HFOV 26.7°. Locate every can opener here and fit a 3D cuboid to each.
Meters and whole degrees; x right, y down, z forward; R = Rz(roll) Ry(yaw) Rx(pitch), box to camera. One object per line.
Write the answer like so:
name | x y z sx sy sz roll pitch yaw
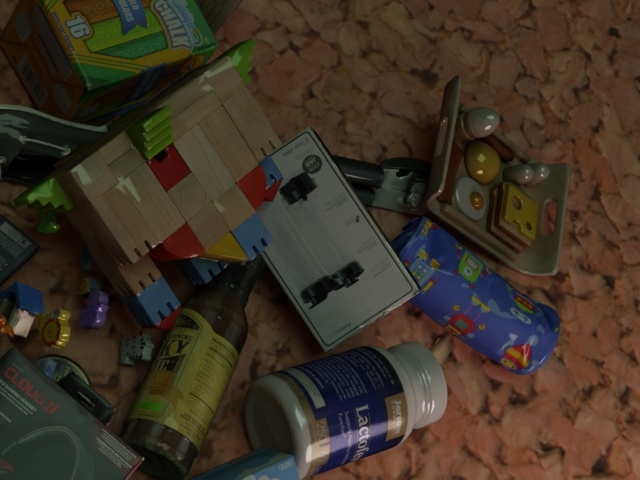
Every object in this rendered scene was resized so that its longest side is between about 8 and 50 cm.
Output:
can opener | 0.062 -0.096 2.113 0.280 0.074 0.093 8 32 -27

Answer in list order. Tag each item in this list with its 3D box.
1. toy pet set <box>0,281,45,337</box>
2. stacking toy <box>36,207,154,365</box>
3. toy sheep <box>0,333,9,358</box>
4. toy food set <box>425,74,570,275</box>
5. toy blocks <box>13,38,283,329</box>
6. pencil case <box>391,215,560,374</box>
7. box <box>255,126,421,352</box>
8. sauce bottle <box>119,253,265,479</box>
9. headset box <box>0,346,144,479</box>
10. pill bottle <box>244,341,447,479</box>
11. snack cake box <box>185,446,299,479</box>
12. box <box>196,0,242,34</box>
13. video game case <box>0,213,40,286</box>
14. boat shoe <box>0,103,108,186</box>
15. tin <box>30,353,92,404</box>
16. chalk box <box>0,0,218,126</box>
toy pet set | -0.413 0.081 1.746 0.114 0.122 0.065 27 84 -45
stacking toy | -0.302 0.054 1.816 0.167 0.052 0.221 23 56 -48
toy sheep | -0.456 0.150 1.715 0.132 0.091 0.091 -26 83 -30
toy food set | 0.295 -0.101 2.176 0.306 0.092 0.219 32 56 -34
toy blocks | -0.177 -0.058 1.811 0.381 0.191 0.261 -42 108 -30
pencil case | 0.233 0.083 2.086 0.306 0.119 0.133 35 54 -11
box | 0.000 0.000 1.971 0.169 0.087 0.290 -35 86 4
sauce bottle | -0.168 0.157 1.852 0.111 0.111 0.344 31 56 -14
headset box | -0.374 0.290 1.640 0.218 0.110 0.293 41 67 1
pill bottle | 0.039 0.233 1.900 0.265 0.153 0.153 -14 77 -32
snack cake box | -0.144 0.388 1.749 0.264 0.089 0.152 -20 102 -32
box | -0.243 -0.466 2.053 0.311 0.148 0.121 33 57 -14
video game case | -0.490 0.004 1.706 0.196 0.026 0.274 40 26 -5
boat shoe | -0.383 -0.113 1.848 0.335 0.112 0.095 6 62 -30
tin | -0.362 0.240 1.755 0.106 0.040 0.189 21 61 -14
chalk box | -0.278 -0.295 1.939 0.289 0.179 0.180 -26 84 -33
